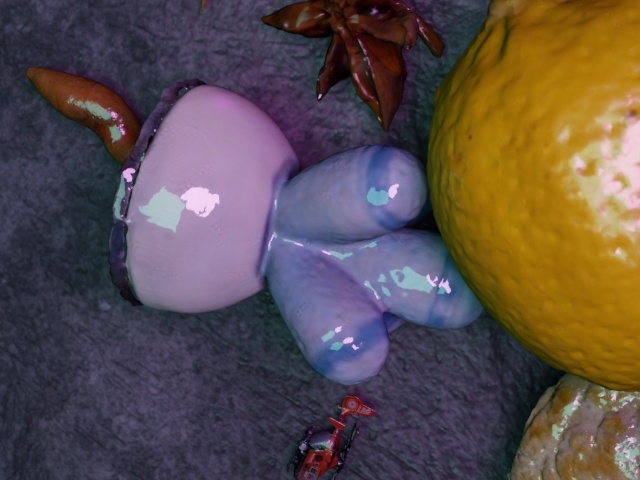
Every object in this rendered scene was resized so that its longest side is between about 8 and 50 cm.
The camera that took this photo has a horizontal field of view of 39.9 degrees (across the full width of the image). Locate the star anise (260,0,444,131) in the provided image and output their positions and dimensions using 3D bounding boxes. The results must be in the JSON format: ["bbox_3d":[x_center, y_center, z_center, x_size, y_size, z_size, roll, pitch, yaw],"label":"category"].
[{"bbox_3d":[0.033,-0.224,0.822,0.196,0.111,0.212,29,143,31],"label":"star anise"}]

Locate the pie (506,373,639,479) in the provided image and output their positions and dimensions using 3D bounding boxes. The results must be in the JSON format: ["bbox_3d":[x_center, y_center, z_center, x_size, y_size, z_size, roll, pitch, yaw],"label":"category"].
[{"bbox_3d":[0.308,0.231,0.781,0.274,0.105,0.257,22,110,25],"label":"pie"}]

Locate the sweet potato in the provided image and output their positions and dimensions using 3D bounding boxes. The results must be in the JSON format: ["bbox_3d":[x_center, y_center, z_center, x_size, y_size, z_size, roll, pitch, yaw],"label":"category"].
[{"bbox_3d":[-0.241,-0.138,0.970,0.202,0.055,0.058,38,149,6],"label":"sweet potato"}]

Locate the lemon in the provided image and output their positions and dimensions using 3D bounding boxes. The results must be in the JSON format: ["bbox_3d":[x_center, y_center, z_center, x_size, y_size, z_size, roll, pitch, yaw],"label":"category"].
[{"bbox_3d":[0.246,-0.048,0.686,0.336,0.336,0.336,5,104,19],"label":"lemon"}]

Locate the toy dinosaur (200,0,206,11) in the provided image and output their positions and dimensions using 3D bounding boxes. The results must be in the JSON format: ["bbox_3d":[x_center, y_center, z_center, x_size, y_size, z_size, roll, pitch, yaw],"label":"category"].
[{"bbox_3d":[-0.122,-0.295,0.903,0.041,0.026,0.113,17,99,-2],"label":"toy dinosaur"}]

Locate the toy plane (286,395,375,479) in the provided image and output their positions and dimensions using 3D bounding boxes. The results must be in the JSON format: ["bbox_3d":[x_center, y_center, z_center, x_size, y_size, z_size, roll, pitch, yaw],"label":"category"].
[{"bbox_3d":[0.008,0.228,0.976,0.060,0.037,0.145,29,112,7],"label":"toy plane"}]

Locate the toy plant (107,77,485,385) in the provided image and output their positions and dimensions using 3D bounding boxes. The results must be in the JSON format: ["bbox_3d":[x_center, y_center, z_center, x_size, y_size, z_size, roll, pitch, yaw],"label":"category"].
[{"bbox_3d":[0.000,0.000,0.833,0.332,0.247,0.247,17,108,11],"label":"toy plant"}]
